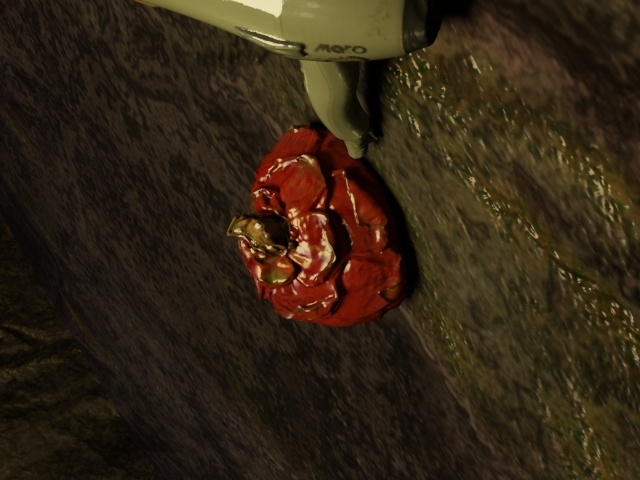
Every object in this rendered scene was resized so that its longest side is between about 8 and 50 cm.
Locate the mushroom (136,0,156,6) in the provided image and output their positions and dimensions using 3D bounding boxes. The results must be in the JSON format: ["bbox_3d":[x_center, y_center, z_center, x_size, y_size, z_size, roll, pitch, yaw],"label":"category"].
[{"bbox_3d":[-0.087,-0.215,0.788,0.108,0.096,0.247,31,167,-12],"label":"mushroom"}]

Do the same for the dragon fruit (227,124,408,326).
[{"bbox_3d":[0.000,0.000,0.863,0.162,0.106,0.083,65,157,-9],"label":"dragon fruit"}]

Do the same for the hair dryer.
[{"bbox_3d":[-0.048,-0.133,0.721,0.219,0.088,0.225,21,160,-3],"label":"hair dryer"}]
